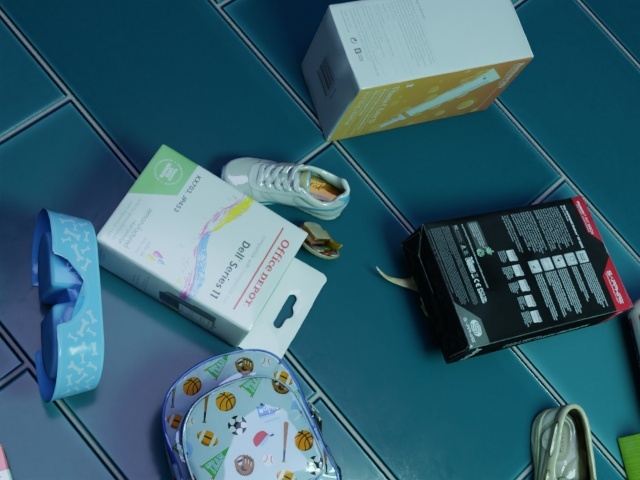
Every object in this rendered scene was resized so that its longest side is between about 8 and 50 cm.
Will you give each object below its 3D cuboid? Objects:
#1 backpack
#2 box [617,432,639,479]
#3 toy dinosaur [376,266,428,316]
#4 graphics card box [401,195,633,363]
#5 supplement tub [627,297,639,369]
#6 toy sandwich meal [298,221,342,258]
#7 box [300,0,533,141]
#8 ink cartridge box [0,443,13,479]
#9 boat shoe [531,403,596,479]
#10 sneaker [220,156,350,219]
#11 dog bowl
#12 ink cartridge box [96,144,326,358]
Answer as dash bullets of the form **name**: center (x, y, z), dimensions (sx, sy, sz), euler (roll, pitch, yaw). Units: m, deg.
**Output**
- **backpack**: center (-0.119, 0.301, 1.412), dimensions (0.276, 0.213, 0.263), euler (-20, 66, -18)
- **box**: center (0.574, 0.417, 1.605), dimensions (0.042, 0.109, 0.178), euler (-5, 72, -19)
- **toy dinosaur**: center (0.185, 0.084, 1.660), dimensions (0.183, 0.053, 0.093), euler (-3, 57, -19)
- **graphics card box**: center (0.347, 0.062, 1.648), dimensions (0.370, 0.094, 0.233), euler (-10, 71, -29)
- **supplement tub**: center (0.663, 0.225, 1.654), dimensions (0.191, 0.191, 0.272), euler (-2, 72, -16)
- **toy sandwich meal**: center (0.000, 0.000, 1.621), dimensions (0.085, 0.085, 0.029), euler (25, 111, -10)
- **box**: center (0.169, -0.325, 1.704), dimensions (0.345, 0.215, 0.168), euler (-14, 75, -19)
- **ink cartridge box**: center (-0.484, 0.406, 1.338), dimensions (0.115, 0.067, 0.198), euler (-16, 76, -20)
- **boat shoe**: center (0.414, 0.425, 1.563), dimensions (0.109, 0.098, 0.302), euler (7, 69, -13)
- **sneaker**: center (-0.059, -0.102, 1.627), dimensions (0.228, 0.092, 0.087), euler (11, 70, -10)
- **dog bowl**: center (-0.387, 0.097, 1.433), dimensions (0.074, 0.166, 0.297), euler (2, 69, -28)
- **ink cartridge box**: center (-0.165, 0.029, 1.535), dimensions (0.353, 0.119, 0.207), euler (31, 65, -3)
